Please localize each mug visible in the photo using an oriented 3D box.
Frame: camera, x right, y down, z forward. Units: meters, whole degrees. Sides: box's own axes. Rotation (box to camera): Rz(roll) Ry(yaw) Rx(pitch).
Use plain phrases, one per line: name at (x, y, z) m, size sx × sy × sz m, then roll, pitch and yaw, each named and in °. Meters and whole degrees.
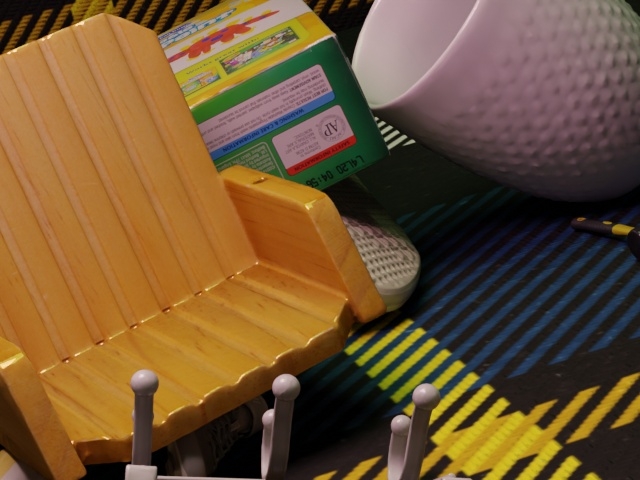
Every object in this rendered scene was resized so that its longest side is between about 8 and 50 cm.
mug at (0.230, -0.205, 2.200) m, size 0.328 × 0.276 × 0.374 m, roll 29°, pitch 2°, yaw -23°
mug at (-0.290, 0.227, 1.665) m, size 0.078 × 0.062 × 0.064 m, roll 12°, pitch 34°, yaw 22°

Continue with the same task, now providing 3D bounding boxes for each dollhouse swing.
dollhouse swing at (-0.186, -0.019, 1.685) m, size 0.347 × 0.305 × 0.315 m, roll -26°, pitch 22°, yaw -23°

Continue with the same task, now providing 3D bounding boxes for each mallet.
mallet at (0.338, -0.014, 2.035) m, size 0.062 × 0.039 × 0.190 m, roll -19°, pitch 12°, yaw -13°

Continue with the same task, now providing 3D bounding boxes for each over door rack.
over door rack at (-0.024, 0.157, 1.382) m, size 0.240 × 0.108 × 0.324 m, roll 3°, pitch 1°, yaw -5°

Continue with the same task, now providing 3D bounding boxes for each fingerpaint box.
fingerpaint box at (-0.181, -0.106, 2.114) m, size 0.445 × 0.163 × 0.371 m, roll -27°, pitch 21°, yaw -2°

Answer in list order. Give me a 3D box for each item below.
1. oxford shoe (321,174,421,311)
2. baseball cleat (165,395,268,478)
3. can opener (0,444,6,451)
oxford shoe at (0.000, 0.000, 2.123) m, size 0.130 × 0.169 × 0.449 m, roll -57°, pitch 22°, yaw 10°
baseball cleat at (-0.098, 0.169, 1.687) m, size 0.109 × 0.072 × 0.206 m, roll -9°, pitch 19°, yaw -7°
can opener at (-0.334, 0.201, 1.828) m, size 0.186 × 0.073 × 0.059 m, roll 7°, pitch 64°, yaw 58°
